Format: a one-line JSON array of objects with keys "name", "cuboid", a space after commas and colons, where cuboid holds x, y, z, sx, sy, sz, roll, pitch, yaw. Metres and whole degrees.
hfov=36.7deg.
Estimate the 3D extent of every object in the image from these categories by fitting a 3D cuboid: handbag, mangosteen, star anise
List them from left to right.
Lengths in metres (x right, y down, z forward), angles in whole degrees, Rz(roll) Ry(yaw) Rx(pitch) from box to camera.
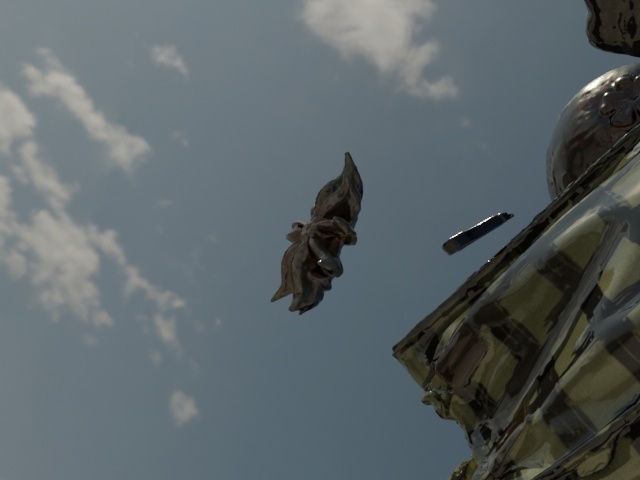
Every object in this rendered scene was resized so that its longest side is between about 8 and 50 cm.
[{"name": "star anise", "cuboid": [0.000, 0.000, 1.158, 0.061, 0.204, 0.181, 28, -41, -20]}, {"name": "handbag", "cuboid": [0.233, 0.075, 0.737, 0.162, 0.327, 0.325, 48, 7, -16]}, {"name": "mangosteen", "cuboid": [0.446, -0.086, 1.269, 0.297, 0.297, 0.293, 22, -38, 32]}]

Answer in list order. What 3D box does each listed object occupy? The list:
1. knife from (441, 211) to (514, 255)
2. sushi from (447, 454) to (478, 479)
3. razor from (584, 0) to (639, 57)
[{"name": "knife", "cuboid": [0.195, -0.011, 1.188, 0.018, 0.121, 0.031, 53, -32, 14]}, {"name": "sushi", "cuboid": [0.180, 0.392, 1.238, 0.131, 0.291, 0.139, 21, -29, 9]}, {"name": "razor", "cuboid": [0.223, -0.134, 0.547, 0.148, 0.054, 0.090, 22, -20, 30]}]
